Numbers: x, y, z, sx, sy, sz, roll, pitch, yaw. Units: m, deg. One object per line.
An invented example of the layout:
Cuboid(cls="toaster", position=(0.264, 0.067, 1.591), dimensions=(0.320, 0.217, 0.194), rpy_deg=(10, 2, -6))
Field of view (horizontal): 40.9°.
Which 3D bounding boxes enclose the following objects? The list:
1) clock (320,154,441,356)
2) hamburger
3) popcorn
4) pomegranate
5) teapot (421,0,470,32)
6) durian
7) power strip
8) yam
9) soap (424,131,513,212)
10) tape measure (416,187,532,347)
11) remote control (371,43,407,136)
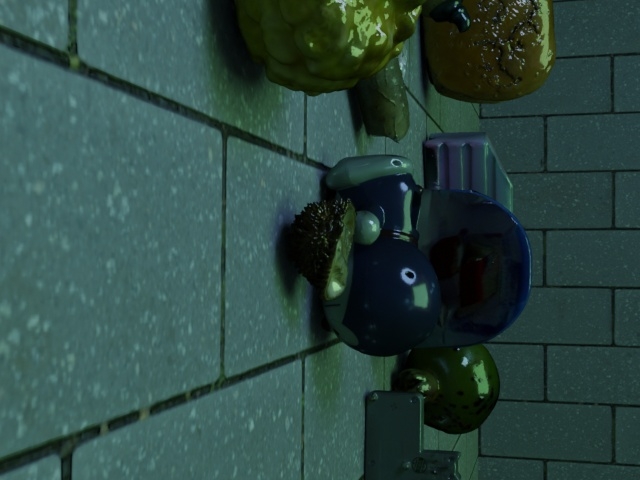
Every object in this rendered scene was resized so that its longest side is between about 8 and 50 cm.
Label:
Cuboid(cls="clock", position=(0.070, 0.021, 1.061), dimensions=(0.199, 0.146, 0.243), rpy_deg=(59, 26, -71))
Cuboid(cls="hamburger", position=(0.365, -0.450, 1.874), dimensions=(0.174, 0.284, 0.305), rpy_deg=(-82, 165, -78))
Cuboid(cls="popcorn", position=(0.027, -0.232, 0.778), dimensions=(0.226, 0.203, 0.200), rpy_deg=(20, 60, -55))
Cuboid(cls="pomegranate", position=(0.227, 0.267, 1.608), dimensions=(0.247, 0.202, 0.202), rpy_deg=(-3, 93, -45))
Cuboid(cls="teapot", position=(0.245, -0.525, 1.617), dimensions=(0.173, 0.182, 0.270), rpy_deg=(5, 84, -74))
Cuboid(cls="durian", position=(-0.002, 0.002, 0.913), dimensions=(0.140, 0.071, 0.111), rpy_deg=(88, 12, -69))
Cuboid(cls="power strip", position=(0.139, 0.338, 1.300), dimensions=(0.061, 0.145, 0.216), rpy_deg=(18, 72, -76))
Cuboid(cls="yam", position=(0.065, -0.290, 1.148), dimensions=(0.083, 0.083, 0.372), rpy_deg=(-75, 158, -44))
Cuboid(cls="soap", position=(0.341, -0.078, 1.955), dimensions=(0.109, 0.192, 0.324), rpy_deg=(-50, 138, -67))
Cuboid(cls="tape measure", position=(0.210, 0.039, 1.387), dimensions=(0.138, 0.262, 0.259), rpy_deg=(-27, 117, -84))
Cuboid(cls="remote control", position=(0.109, -0.250, 1.379), dimensions=(0.221, 0.042, 0.078), rpy_deg=(-76, 160, -43))
